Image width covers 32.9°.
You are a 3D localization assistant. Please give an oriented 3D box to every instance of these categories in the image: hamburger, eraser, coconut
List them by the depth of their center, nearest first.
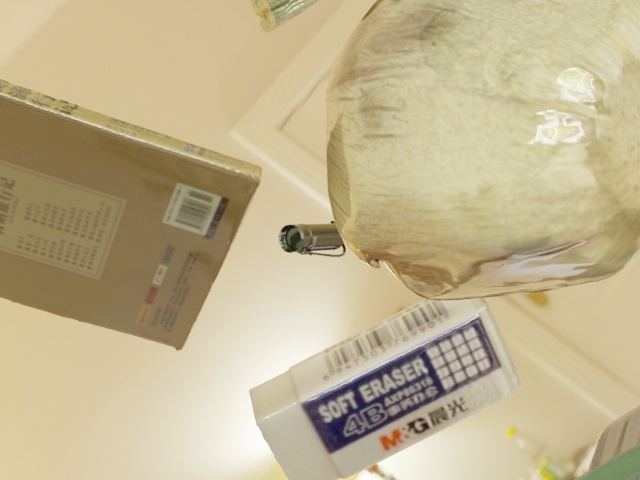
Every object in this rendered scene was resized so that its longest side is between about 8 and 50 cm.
[{"bbox_3d":[0.093,-0.064,0.616,0.224,0.224,0.224,-53,-6,-7],"label":"coconut"},{"bbox_3d":[0.071,0.163,1.197,0.279,0.124,0.081,-27,27,0],"label":"eraser"},{"bbox_3d":[-0.036,-0.299,1.326,0.084,0.054,0.121,-28,11,-7],"label":"hamburger"}]

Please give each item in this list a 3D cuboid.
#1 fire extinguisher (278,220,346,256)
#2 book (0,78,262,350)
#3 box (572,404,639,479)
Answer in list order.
[{"bbox_3d":[0.000,0.000,0.955,0.025,0.038,0.083,-37,-19,32],"label":"fire extinguisher"},{"bbox_3d":[-0.224,-0.026,0.829,0.021,0.310,0.217,-84,17,-46],"label":"book"},{"bbox_3d":[0.313,0.165,0.759,0.337,0.264,0.106,125,165,-55],"label":"box"}]
